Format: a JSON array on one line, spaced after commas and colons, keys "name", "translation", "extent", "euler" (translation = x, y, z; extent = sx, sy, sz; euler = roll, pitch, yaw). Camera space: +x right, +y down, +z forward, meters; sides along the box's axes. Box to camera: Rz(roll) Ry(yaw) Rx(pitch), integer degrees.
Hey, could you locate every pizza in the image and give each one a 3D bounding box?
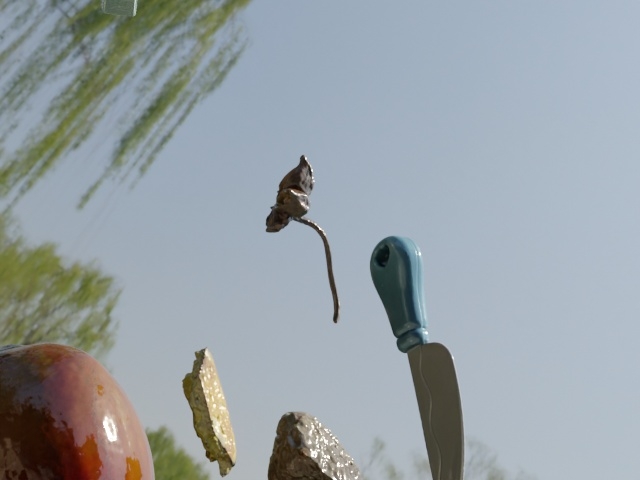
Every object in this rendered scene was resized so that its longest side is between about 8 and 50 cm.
[{"name": "pizza", "translation": [-0.137, 0.204, 1.038], "extent": [0.035, 0.160, 0.099], "euler": [-20, -19, 5]}]

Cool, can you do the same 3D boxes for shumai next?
[{"name": "shumai", "translation": [-0.035, 0.376, 1.315], "extent": [0.206, 0.175, 0.166], "euler": [56, 3, -23]}]

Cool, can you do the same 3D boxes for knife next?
[{"name": "knife", "translation": [0.085, 0.101, 0.697], "extent": [0.032, 0.244, 0.058], "euler": [15, -41, -37]}]

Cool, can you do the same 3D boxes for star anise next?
[{"name": "star anise", "translation": [0.000, 0.000, 1.482], "extent": [0.227, 0.218, 0.148], "euler": [33, -3, -19]}]

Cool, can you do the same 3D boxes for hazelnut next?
[{"name": "hazelnut", "translation": [-0.407, 0.334, 1.233], "extent": [0.365, 0.366, 0.366], "euler": [23, -29, 14]}]

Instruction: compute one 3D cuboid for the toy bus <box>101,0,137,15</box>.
[{"name": "toy bus", "translation": [-0.143, -0.203, 0.621], "extent": [0.031, 0.037, 0.083], "euler": [1, -43, -18]}]
